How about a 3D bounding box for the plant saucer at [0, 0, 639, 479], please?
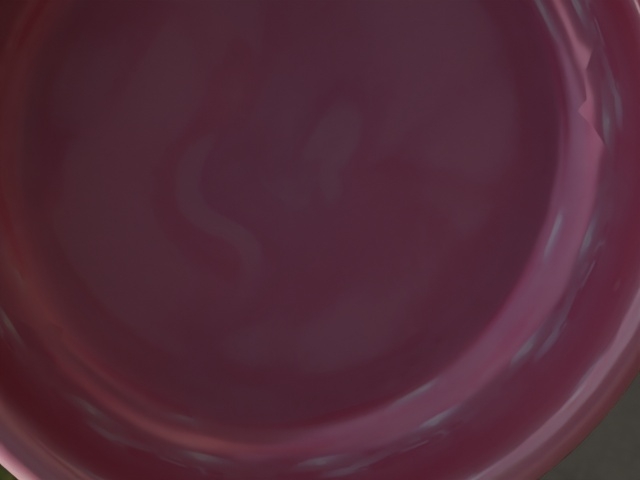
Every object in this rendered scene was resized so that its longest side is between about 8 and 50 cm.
[{"bbox_3d":[-0.011,-0.031,0.761,0.332,0.332,0.084,-60,18,10],"label":"plant saucer"}]
